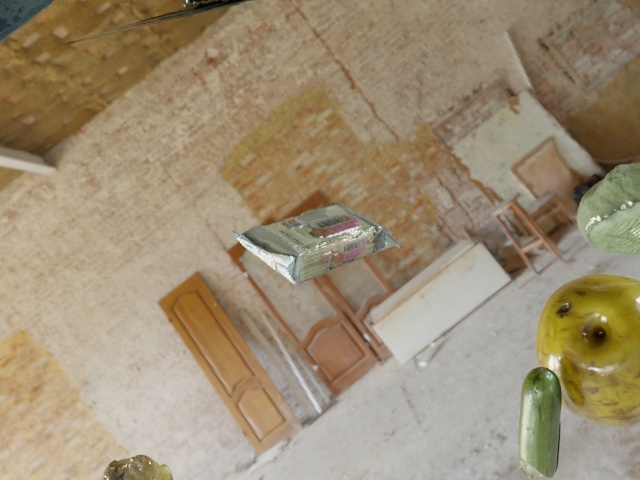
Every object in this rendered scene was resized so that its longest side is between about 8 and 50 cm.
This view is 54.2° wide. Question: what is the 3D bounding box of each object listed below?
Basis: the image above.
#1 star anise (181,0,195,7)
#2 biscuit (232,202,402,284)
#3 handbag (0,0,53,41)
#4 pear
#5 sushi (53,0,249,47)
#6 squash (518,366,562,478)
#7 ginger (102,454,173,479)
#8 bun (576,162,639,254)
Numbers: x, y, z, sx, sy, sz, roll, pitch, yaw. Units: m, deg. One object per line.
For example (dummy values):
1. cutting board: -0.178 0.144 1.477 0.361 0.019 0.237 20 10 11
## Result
1. star anise: -0.200 -0.438 1.010 0.288 0.288 0.088 -39 -35 -35
2. biscuit: -0.003 -0.002 1.234 0.309 0.186 0.079 -18 -50 -40
3. handbag: -0.472 -0.361 0.793 0.179 0.229 0.062 -47 32 -19
4. pear: 0.519 0.193 1.129 0.281 0.280 0.281 -38 0 0
5. sushi: 0.050 -0.214 0.400 0.343 0.064 0.359 -10 23 9
6. squash: 0.378 0.323 1.083 0.069 0.238 0.069 -6 24 2
7. ginger: -0.136 0.217 0.386 0.096 0.165 0.067 -2 0 -30
8. bun: 0.515 -0.062 1.010 0.195 0.196 0.118 -38 43 52
